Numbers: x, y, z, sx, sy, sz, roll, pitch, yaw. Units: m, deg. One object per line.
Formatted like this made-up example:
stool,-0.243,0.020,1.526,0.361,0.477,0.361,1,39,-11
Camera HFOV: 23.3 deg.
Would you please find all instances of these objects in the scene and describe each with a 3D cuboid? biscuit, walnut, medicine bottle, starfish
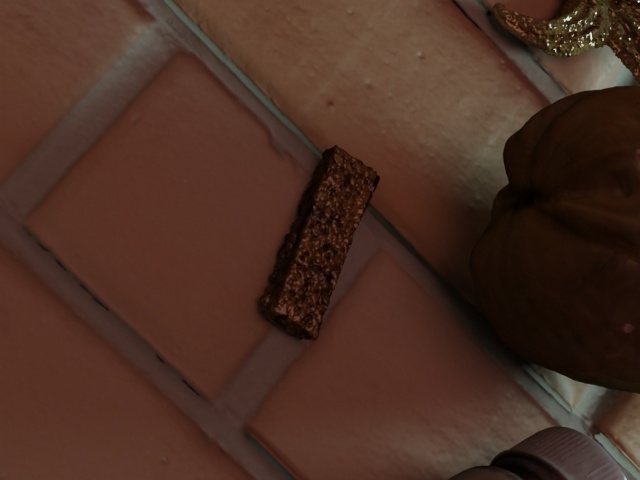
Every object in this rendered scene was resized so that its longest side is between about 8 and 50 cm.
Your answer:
biscuit,0.000,0.000,1.521,0.064,0.034,0.199,32,63,-20
walnut,0.332,0.009,1.567,0.344,0.306,0.306,21,67,-21
medicine bottle,0.156,0.296,1.456,0.273,0.165,0.165,-24,90,-34
starfish,0.326,-0.298,1.773,0.299,0.060,0.302,43,66,-7
